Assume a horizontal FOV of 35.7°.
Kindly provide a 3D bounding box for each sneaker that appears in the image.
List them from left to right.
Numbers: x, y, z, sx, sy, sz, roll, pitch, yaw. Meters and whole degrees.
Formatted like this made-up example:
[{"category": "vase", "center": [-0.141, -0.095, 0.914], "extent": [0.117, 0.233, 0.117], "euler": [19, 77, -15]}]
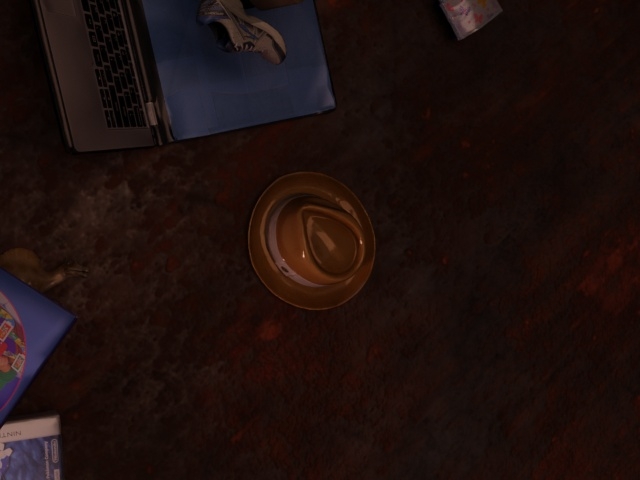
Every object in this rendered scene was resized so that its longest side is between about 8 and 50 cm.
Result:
[{"category": "sneaker", "center": [-0.099, -0.245, 1.197], "extent": [0.135, 0.052, 0.058], "euler": [33, 69, -34]}]

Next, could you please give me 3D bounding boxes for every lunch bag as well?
[{"category": "lunch bag", "center": [0.209, -0.337, 1.431], "extent": [0.083, 0.053, 0.071], "euler": [-41, 107, -28]}]

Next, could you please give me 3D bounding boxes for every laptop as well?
[{"category": "laptop", "center": [-0.161, -0.317, 1.179], "extent": [0.236, 0.408, 0.381], "euler": [-12, 95, 11]}]

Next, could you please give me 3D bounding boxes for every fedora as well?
[{"category": "fedora", "center": [0.000, 0.000, 1.323], "extent": [0.194, 0.079, 0.194], "euler": [0, 89, -23]}]

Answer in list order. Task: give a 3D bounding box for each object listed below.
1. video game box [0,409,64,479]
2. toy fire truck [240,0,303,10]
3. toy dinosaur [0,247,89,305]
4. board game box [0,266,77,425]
[{"category": "video game box", "center": [-0.395, 0.313, 1.168], "extent": [0.187, 0.048, 0.205], "euler": [-5, 91, -21]}, {"category": "toy fire truck", "center": [-0.102, -0.416, 1.162], "extent": [0.246, 0.159, 0.217], "euler": [37, 56, -53]}, {"category": "toy dinosaur", "center": [-0.373, 0.051, 1.187], "extent": [0.183, 0.053, 0.092], "euler": [8, 73, -22]}, {"category": "board game box", "center": [-0.477, 0.086, 1.081], "extent": [0.347, 0.078, 0.233], "euler": [35, 77, -8]}]
